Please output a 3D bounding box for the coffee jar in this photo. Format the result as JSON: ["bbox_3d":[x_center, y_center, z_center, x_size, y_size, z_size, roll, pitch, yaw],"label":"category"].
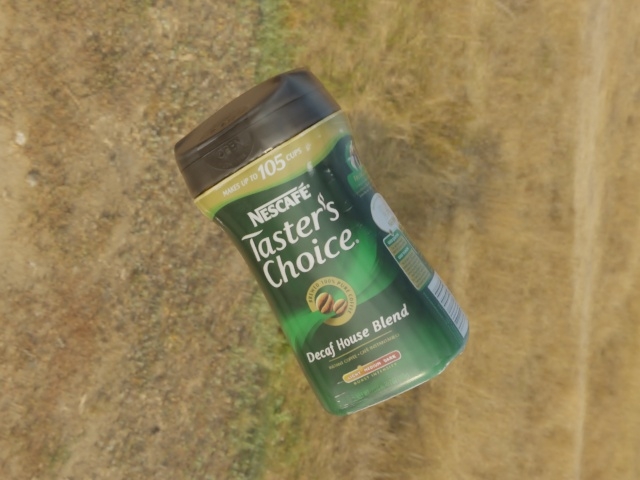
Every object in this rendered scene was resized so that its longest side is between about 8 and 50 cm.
[{"bbox_3d":[0.000,0.000,0.452,0.184,0.096,0.079,58,24,-5],"label":"coffee jar"}]
